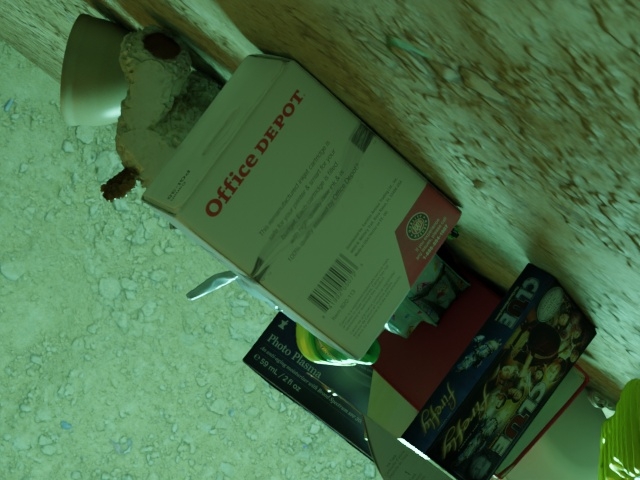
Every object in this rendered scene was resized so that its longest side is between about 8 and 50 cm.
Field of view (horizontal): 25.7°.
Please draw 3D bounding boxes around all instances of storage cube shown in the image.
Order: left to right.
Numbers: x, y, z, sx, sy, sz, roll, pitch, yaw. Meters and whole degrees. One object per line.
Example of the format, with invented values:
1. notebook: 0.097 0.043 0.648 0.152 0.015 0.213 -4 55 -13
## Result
1. storage cube: 0.213 0.173 1.915 0.193 0.215 0.184 41 180 45

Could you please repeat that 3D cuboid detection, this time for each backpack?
1. backpack: 0.083 0.027 1.831 0.166 0.144 0.188 38 170 39

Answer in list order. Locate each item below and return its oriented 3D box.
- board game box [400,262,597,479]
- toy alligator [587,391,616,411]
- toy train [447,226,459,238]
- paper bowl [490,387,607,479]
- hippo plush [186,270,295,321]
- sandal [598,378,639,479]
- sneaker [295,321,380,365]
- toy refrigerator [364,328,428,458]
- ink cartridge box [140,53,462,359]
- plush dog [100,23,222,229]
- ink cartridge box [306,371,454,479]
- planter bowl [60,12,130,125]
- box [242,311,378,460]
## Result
1. board game box: 0.210 0.163 1.608 0.042 0.243 0.165 33 174 37
2. toy alligator: 0.457 0.257 1.925 0.190 0.056 0.051 37 133 7
3. toy train: 0.131 -0.030 1.670 0.083 0.017 0.024 37 -175 -7
4. paper bowl: 0.341 0.312 2.171 0.284 0.284 0.148 38 132 -15
5. hippo plush: 0.000 0.000 2.080 0.294 0.234 0.236 23 149 -22
6. sandal: 0.434 0.249 1.750 0.138 0.126 0.317 5 166 4
7. sneaker: 0.042 0.021 1.690 0.124 0.295 0.109 13 -149 18
8. toy refrigerator: 0.138 0.189 2.132 0.094 0.269 0.102 -4 154 29
9. ink cartridge box: -0.017 -0.038 1.512 0.283 0.207 0.117 40 172 -28
10. plush dog: -0.180 -0.148 1.848 0.262 0.210 0.225 45 -157 -6
11. ink cartridge box: 0.074 0.241 1.562 0.225 0.056 0.181 34 175 14
12. planter bowl: -0.299 -0.237 2.007 0.109 0.162 0.162 9 173 2
13. box: 0.082 0.180 2.322 0.296 0.294 0.183 35 172 17
